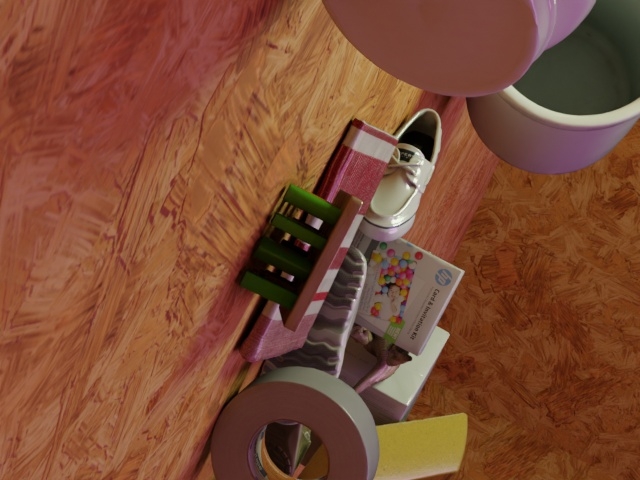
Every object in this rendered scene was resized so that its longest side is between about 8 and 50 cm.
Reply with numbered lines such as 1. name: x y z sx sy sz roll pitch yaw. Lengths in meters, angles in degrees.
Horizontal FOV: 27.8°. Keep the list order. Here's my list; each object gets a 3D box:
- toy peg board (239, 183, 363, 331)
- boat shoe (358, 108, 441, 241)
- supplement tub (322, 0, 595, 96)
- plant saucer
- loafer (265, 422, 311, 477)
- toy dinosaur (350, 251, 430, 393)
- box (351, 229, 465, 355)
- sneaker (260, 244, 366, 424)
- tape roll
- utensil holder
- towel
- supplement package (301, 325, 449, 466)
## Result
1. toy peg board: -0.030 0.005 1.470 0.161 0.079 0.160 -62 -174 3
2. boat shoe: 0.115 -0.103 1.879 0.258 0.095 0.084 -67 173 -47
3. supplement tub: 0.152 -0.293 1.069 0.316 0.228 0.228 -57 169 -29
4. plant saucer: 0.071 0.431 2.105 0.333 0.081 0.333 1 133 -44
5. loafer: -0.056 0.294 2.003 0.092 0.102 0.268 -40 156 -52
6. toy dinosaur: 0.108 0.122 2.049 0.200 0.127 0.295 64 34 -75
7. box: 0.098 0.066 1.924 0.145 0.186 0.038 -63 169 6
8. sneaker: 0.003 0.138 1.869 0.281 0.105 0.115 -64 170 6
9. tape roll: -0.033 0.282 1.734 0.219 0.219 0.072 -65 170 18
10. utensil holder: 0.398 -0.294 2.127 0.327 0.328 0.385 -61 173 -8
11. towel: 0.000 0.000 1.687 0.329 0.037 0.237 -65 168 5
12. supplement package: 0.058 0.250 2.185 0.198 0.199 0.262 -52 167 -47
